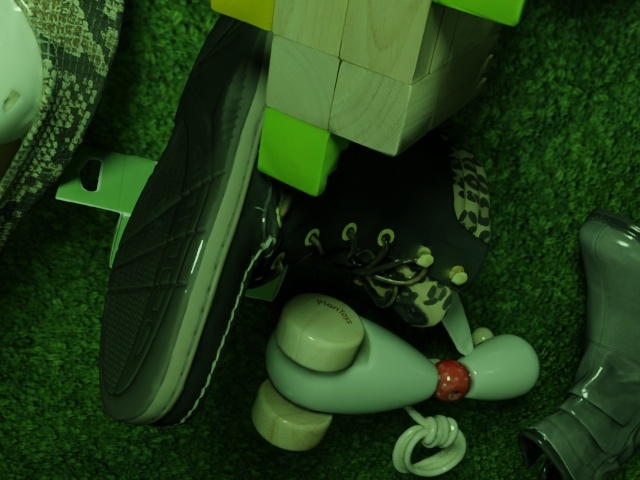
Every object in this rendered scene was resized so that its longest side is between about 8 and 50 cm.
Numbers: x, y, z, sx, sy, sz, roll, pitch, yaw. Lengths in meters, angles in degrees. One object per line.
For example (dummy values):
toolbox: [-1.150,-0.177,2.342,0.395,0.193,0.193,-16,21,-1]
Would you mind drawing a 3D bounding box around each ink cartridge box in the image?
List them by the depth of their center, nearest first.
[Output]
ink cartridge box: [-0.137,-0.018,0.754,0.209,0.109,0.062,13,122,-17]

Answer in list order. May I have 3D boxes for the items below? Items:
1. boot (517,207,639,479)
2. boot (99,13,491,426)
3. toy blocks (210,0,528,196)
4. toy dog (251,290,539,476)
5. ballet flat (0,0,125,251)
boot: [0.302,0.148,0.878,0.223,0.118,0.338,-39,122,-11]
boot: [0.000,0.000,0.664,0.284,0.377,0.138,31,146,-32]
toy blocks: [0.091,-0.238,0.517,0.191,0.261,0.381,25,127,21]
toy dog: [0.062,0.116,0.878,0.334,0.161,0.220,24,116,-39]
ballet flat: [-0.303,-0.063,0.647,0.164,0.182,0.482,35,116,-2]
